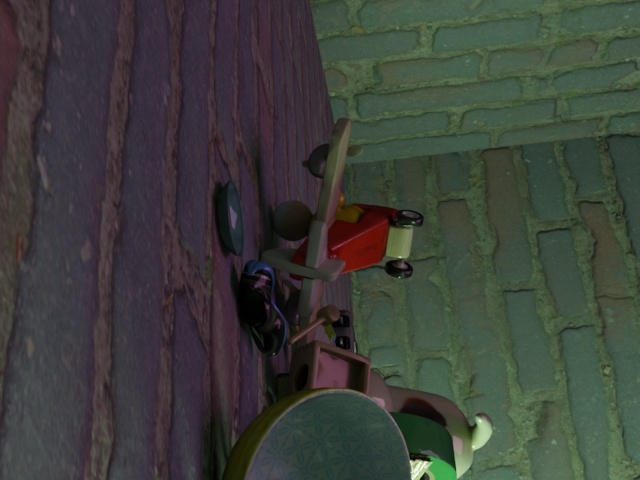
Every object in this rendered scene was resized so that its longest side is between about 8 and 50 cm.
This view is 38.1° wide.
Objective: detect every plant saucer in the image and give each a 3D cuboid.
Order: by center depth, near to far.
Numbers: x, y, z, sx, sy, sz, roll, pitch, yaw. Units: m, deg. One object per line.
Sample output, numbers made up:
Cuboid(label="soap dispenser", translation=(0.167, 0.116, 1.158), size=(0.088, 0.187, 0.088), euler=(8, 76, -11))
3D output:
Cuboid(label="plant saucer", translation=(-0.139, -0.032, 1.420), size=(0.119, 0.021, 0.119), euler=(-7, 90, -85))

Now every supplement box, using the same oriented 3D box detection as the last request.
Cuboid(label="supplement box", translation=(-0.038, 0.298, 1.775), size=(0.056, 0.083, 0.083), euler=(74, 12, -67))

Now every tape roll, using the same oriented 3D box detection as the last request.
Cuboid(label="tape roll", translation=(0.089, 0.418, 1.721), size=(0.321, 0.321, 0.077), euler=(76, 8, -54))

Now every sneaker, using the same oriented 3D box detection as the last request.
Cuboid(label="sneaker", translation=(-0.102, 0.118, 1.494), size=(0.078, 0.067, 0.188), euler=(-60, 151, -44))

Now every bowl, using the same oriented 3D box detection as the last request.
Cuboid(label="bowl", translation=(-0.033, 0.336, 1.257), size=(0.156, 0.289, 0.290), euler=(-1, -83, 52))

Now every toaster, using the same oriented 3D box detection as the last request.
Cuboid(label="toaster", translation=(0.041, 0.299, 2.458), size=(0.168, 0.110, 0.186), euler=(-89, 171, -48))

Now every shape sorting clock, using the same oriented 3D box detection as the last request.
Cuboid(label="shape sorting clock", translation=(-0.017, 0.203, 2.109), size=(0.206, 0.040, 0.206), euler=(-18, 90, -72))

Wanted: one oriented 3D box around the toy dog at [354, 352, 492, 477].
Cuboid(label="toy dog", translation=(0.121, 0.412, 1.964), size=(0.408, 0.395, 0.285), euler=(33, 57, -39))

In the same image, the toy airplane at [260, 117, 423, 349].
Cuboid(label="toy airplane", translation=(0.000, 0.000, 1.866), size=(0.386, 0.272, 0.384), euler=(-56, 147, -17))

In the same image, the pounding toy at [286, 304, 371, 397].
Cuboid(label="pounding toy", translation=(-0.007, 0.225, 1.706), size=(0.094, 0.181, 0.206), euler=(-32, -136, 49))

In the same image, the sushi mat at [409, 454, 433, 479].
Cuboid(label="sushi mat", translation=(0.068, 0.474, 1.655), size=(0.019, 0.151, 0.317), euler=(-104, -148, -46))
